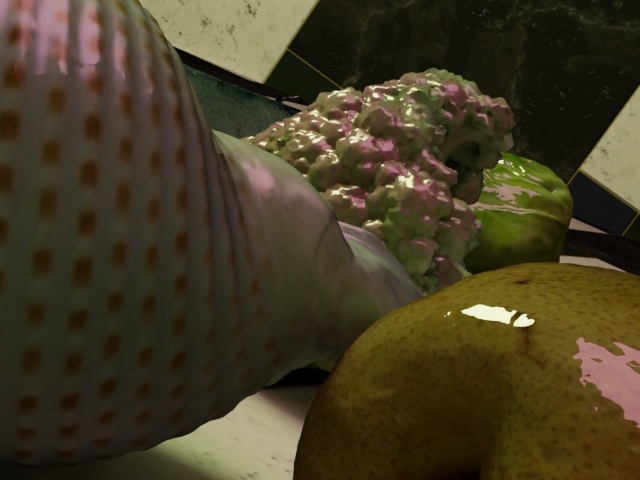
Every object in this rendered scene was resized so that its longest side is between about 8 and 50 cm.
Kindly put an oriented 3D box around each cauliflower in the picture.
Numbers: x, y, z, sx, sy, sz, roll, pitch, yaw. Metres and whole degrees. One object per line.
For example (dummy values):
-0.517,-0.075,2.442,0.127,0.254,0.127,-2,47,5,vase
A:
0.041,0.023,1.036,0.256,0.239,0.315,-20,-44,38,cauliflower

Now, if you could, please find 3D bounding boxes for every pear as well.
0.114,0.109,0.619,0.211,0.188,0.228,10,14,-42,pear

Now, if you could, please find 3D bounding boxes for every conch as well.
-0.128,-0.005,0.689,0.319,0.215,0.303,45,3,-18,conch

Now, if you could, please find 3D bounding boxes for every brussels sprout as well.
0.149,-0.012,1.539,0.223,0.161,0.223,-1,12,0,brussels sprout

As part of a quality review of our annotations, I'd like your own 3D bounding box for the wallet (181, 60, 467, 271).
-0.008,-0.026,1.249,0.046,0.190,0.379,-27,-27,36,wallet
